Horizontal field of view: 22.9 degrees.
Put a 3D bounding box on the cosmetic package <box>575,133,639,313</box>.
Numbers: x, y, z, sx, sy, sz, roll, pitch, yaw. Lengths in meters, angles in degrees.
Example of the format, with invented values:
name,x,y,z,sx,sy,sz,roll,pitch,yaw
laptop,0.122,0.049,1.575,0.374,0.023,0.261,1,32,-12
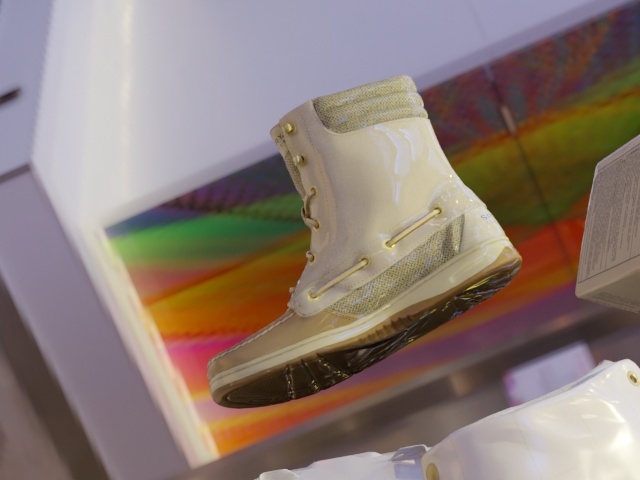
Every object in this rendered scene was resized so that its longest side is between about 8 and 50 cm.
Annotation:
name,x,y,z,sx,sy,sz,roll,pitch,yaw
cosmetic package,0.349,-0.022,1.463,0.296,0.129,0.153,132,-29,-78

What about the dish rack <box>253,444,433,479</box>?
name,x,y,z,sx,sy,sz,roll,pitch,yaw
dish rack,0.036,0.330,1.700,0.333,0.286,0.072,-96,175,-65

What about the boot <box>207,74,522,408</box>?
name,x,y,z,sx,sy,sz,roll,pitch,yaw
boot,0.000,0.000,1.017,0.165,0.213,0.077,62,-2,20

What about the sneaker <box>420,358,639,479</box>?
name,x,y,z,sx,sy,sz,roll,pitch,yaw
sneaker,0.186,0.126,0.735,0.108,0.293,0.169,-49,-129,52
